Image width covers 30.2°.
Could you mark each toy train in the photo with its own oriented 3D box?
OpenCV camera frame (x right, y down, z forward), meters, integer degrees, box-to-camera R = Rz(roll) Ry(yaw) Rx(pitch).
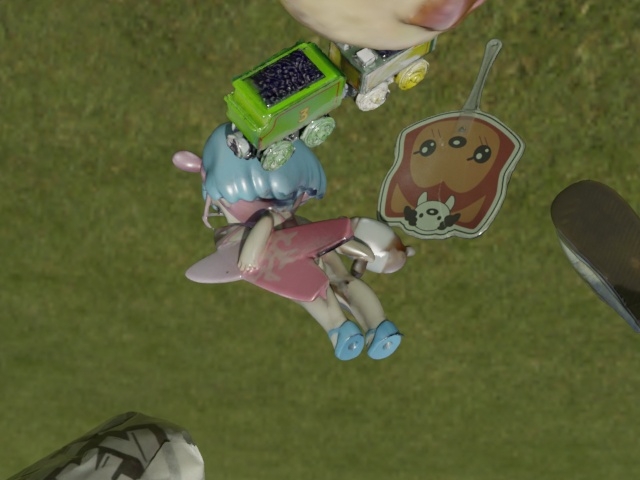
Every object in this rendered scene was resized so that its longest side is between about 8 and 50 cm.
[{"bbox_3d":[0.011,-0.131,0.958,0.202,0.060,0.081,-33,156,-22],"label":"toy train"}]

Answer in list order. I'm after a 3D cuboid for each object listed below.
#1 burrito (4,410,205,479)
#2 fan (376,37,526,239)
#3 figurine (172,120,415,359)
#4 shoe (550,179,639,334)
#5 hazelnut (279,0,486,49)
[{"bbox_3d":[-0.238,0.233,0.795,0.139,0.101,0.445,4,-161,37],"label":"burrito"},{"bbox_3d":[0.132,-0.098,1.110,0.132,0.220,0.009,11,160,32],"label":"fan"},{"bbox_3d":[-0.002,-0.009,0.984,0.205,0.260,0.103,-9,135,-31],"label":"figurine"},{"bbox_3d":[0.367,0.052,1.342,0.103,0.275,0.098,-34,157,-10],"label":"shoe"},{"bbox_3d":[0.044,-0.271,0.802,0.261,0.261,0.241,0,171,1],"label":"hazelnut"}]
